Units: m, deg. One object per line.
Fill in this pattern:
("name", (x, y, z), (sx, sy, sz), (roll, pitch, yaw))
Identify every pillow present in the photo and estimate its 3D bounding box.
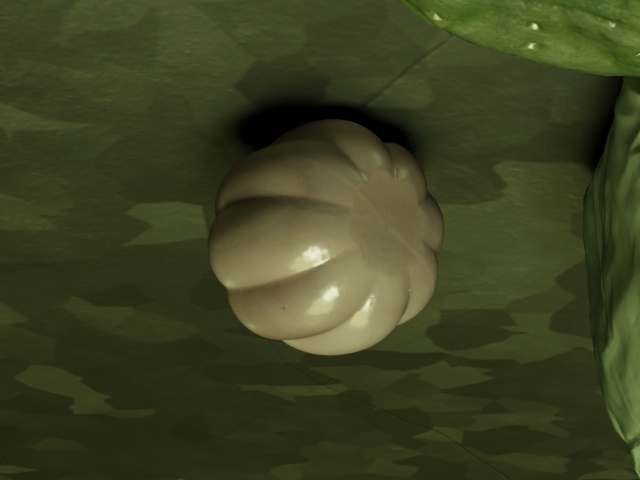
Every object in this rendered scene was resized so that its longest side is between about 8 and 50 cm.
("pillow", (0.259, 0.013, 1.010), (0.138, 0.283, 0.310), (-7, 152, -7))

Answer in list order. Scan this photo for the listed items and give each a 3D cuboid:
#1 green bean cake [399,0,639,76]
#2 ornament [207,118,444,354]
("green bean cake", (0.140, -0.178, 0.742), (0.222, 0.125, 0.227), (14, 162, 6))
("ornament", (0.000, -0.001, 1.113), (0.177, 0.177, 0.177), (2, 155, 1))
